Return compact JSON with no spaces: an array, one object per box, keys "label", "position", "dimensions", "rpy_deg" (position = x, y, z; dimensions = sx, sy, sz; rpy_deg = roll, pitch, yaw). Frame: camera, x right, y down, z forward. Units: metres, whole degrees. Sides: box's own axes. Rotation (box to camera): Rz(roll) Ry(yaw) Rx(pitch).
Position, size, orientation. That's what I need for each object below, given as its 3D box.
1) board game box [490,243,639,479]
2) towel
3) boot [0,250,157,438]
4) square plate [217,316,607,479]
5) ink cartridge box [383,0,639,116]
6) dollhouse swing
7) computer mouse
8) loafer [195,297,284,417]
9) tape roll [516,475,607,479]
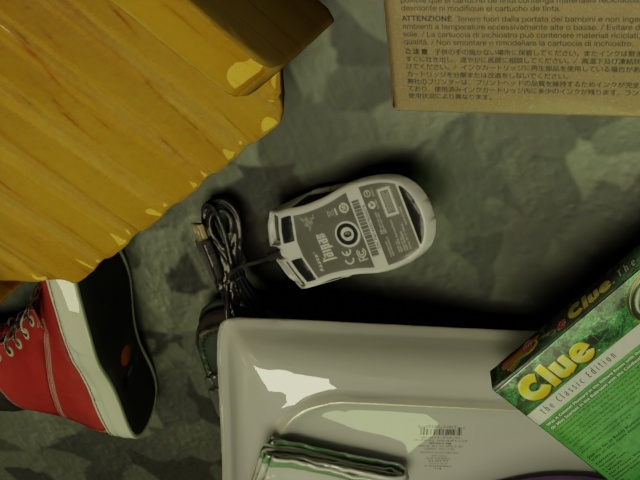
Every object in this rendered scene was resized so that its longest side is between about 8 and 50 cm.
[{"label":"board game box","position":[0.252,0.053,0.724],"dimensions":[0.136,0.030,0.259],"rpy_deg":[38,114,-18]},{"label":"towel","position":[-0.006,0.221,0.832],"dimensions":[0.113,0.023,0.152],"rpy_deg":[13,121,-6]},{"label":"boot","position":[-0.244,0.067,0.900],"dimensions":[0.176,0.088,0.244],"rpy_deg":[8,134,13]},{"label":"square plate","position":[0.089,0.218,0.872],"dimensions":[0.347,0.049,0.344],"rpy_deg":[3,122,-1]},{"label":"ink cartridge box","position":[0.150,-0.166,0.577],"dimensions":[0.234,0.088,0.193],"rpy_deg":[4,128,15]},{"label":"dollhouse swing","position":[-0.207,-0.018,0.553],"dimensions":[0.347,0.305,0.315],"rpy_deg":[-35,124,28]},{"label":"computer mouse","position":[0.000,0.000,0.788],"dimensions":[0.193,0.042,0.106],"rpy_deg":[-15,100,27]},{"label":"loafer","position":[-0.023,0.164,0.906],"dimensions":[0.096,0.084,0.267],"rpy_deg":[-13,126,28]},{"label":"tape roll","position":[0.184,0.314,0.848],"dimensions":[0.274,0.090,0.275],"rpy_deg":[0,122,0]}]
